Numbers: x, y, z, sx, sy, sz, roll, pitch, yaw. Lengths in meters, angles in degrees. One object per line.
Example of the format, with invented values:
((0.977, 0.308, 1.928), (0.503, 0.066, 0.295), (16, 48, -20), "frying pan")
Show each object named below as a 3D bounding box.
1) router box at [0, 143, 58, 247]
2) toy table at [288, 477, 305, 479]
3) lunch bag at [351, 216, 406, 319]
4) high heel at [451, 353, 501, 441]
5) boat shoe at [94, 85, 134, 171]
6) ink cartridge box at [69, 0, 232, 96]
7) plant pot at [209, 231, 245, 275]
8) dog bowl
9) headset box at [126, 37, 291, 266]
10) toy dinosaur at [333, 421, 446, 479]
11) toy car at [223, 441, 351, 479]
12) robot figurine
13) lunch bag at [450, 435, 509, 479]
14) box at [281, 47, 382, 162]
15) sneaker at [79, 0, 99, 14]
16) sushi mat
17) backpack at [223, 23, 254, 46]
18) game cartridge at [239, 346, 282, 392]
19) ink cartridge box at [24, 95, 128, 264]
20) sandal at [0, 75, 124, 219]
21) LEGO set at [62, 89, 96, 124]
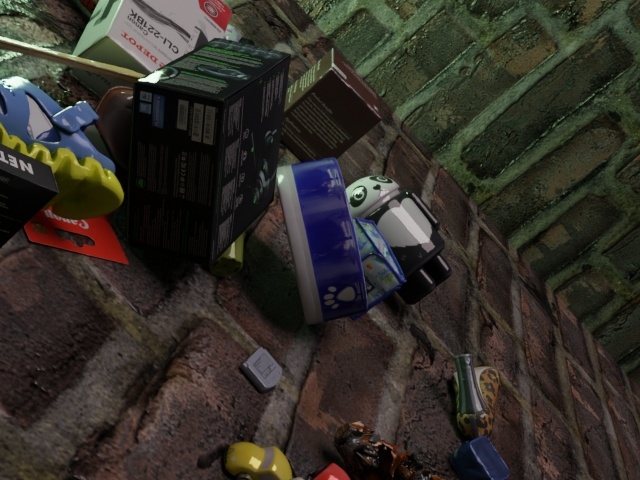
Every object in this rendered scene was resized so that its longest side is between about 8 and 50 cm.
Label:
((-0.380, -0.051, 1.032), (0.179, 0.133, 0.046), (27, 29, -50), "router box")
((-0.004, 0.376, 1.026), (0.274, 0.161, 0.252), (46, 19, -15), "toy table")
((0.072, 0.053, 1.888), (0.151, 0.129, 0.096), (58, 21, 19), "lunch bag")
((0.319, 0.343, 2.023), (0.261, 0.093, 0.186), (41, 39, -62), "high heel")
((-0.271, -0.168, 1.528), (0.116, 0.123, 0.324), (36, -1, 13), "boat shoe")
((-0.282, -0.344, 1.720), (0.197, 0.114, 0.272), (39, 45, -29), "ink cartridge box")
((-0.150, 0.010, 1.557), (0.083, 0.083, 0.079), (32, 38, -43), "plant pot")
((0.000, 0.000, 1.661), (0.265, 0.104, 0.264), (168, -90, -89), "dog bowl")
((-0.151, -0.138, 1.449), (0.131, 0.246, 0.283), (14, 27, 13), "headset box")
((0.155, 0.379, 1.431), (0.322, 0.164, 0.218), (23, 8, -12), "toy dinosaur")
((-0.002, 0.351, 1.245), (0.239, 0.053, 0.225), (29, 27, -47), "toy car")
((0.147, -0.006, 2.106), (0.278, 0.174, 0.209), (52, 15, 5), "robot figurine")
((0.276, 0.397, 1.788), (0.067, 0.065, 0.098), (-8, 59, -51), "lunch bag")
((0.010, -0.294, 2.311), (0.168, 0.203, 0.167), (44, 18, -18), "box")
((-0.410, -0.440, 1.813), (0.270, 0.090, 0.145), (56, 26, 14), "sneaker")
((-0.375, -0.257, 1.402), (0.317, 0.019, 0.151), (10, 11, -40), "sushi mat")
((-0.225, -0.365, 1.966), (0.182, 0.115, 0.152), (16, 33, -4), "backpack")
((-0.083, 0.186, 1.447), (0.056, 0.017, 0.083), (47, 18, 2), "game cartridge")
((-0.339, -0.088, 1.331), (0.232, 0.066, 0.189), (54, 18, 27), "ink cartridge box")
((-0.370, -0.136, 1.181), (0.317, 0.126, 0.138), (30, 46, -45), "sandal")
((-0.362, -0.198, 1.552), (0.083, 0.023, 0.054), (41, 13, 16), "LEGO set")
